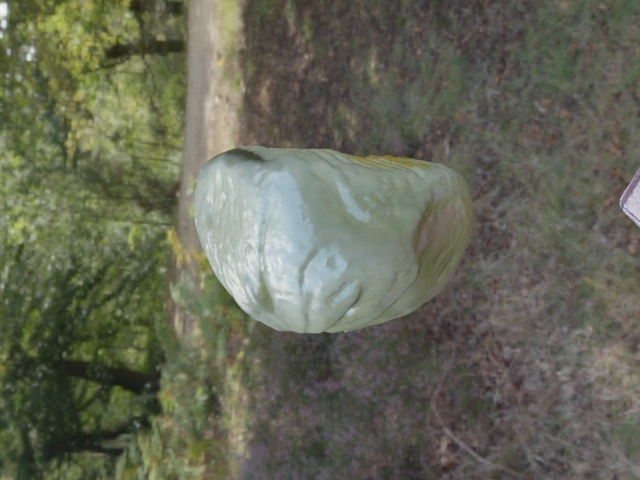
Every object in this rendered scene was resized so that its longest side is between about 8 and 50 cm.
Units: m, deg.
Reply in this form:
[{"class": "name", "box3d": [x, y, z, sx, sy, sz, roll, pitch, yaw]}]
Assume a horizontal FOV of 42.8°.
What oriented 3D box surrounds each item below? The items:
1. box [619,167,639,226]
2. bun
[{"class": "box", "box3d": [0.357, -0.105, 0.700, 0.069, 0.120, 0.224, 52, 146, 30]}, {"class": "bun", "box3d": [0.000, 0.000, 0.665, 0.244, 0.244, 0.153, -161, 79, -77]}]
